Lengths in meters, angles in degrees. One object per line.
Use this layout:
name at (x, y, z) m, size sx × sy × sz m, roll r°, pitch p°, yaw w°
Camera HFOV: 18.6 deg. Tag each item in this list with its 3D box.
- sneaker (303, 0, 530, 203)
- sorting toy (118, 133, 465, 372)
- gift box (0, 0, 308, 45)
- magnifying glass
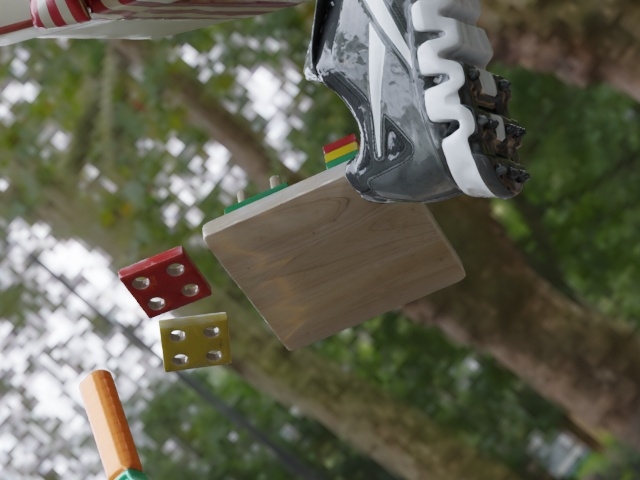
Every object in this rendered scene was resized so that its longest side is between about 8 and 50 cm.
sneaker at (0.033, -0.124, 1.002) m, size 0.106 × 0.234 × 0.078 m, roll -16°, pitch -13°, yaw 26°
sorting toy at (0.000, 0.000, 1.283) m, size 0.274 × 0.046 × 0.132 m, roll -24°, pitch -45°, yaw 12°
gift box at (-0.102, -0.274, 1.300) m, size 0.276 × 0.255 × 0.258 m, roll -16°, pitch -2°, yaw 31°
magnifying glass at (-0.136, 0.194, 1.426) m, size 0.026 × 0.231 × 0.092 m, roll 20°, pitch -53°, yaw -42°
